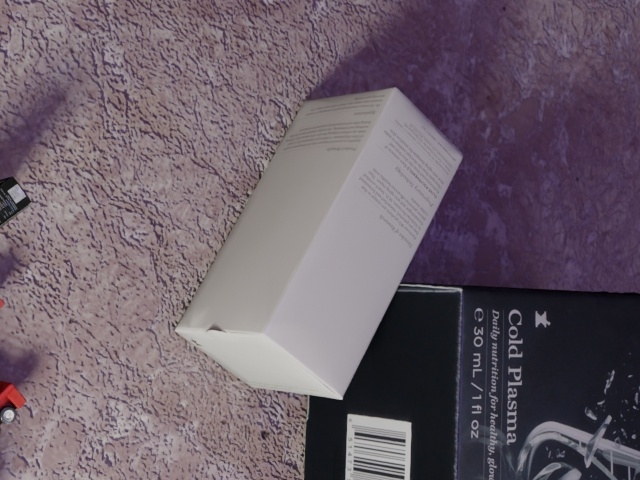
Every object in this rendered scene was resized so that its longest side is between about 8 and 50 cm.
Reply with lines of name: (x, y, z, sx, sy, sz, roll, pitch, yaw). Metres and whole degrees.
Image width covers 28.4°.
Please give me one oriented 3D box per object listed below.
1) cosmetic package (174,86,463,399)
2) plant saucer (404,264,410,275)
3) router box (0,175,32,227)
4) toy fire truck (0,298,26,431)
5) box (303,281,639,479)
cosmetic package: (0.000, 0.000, 1.582, 0.155, 0.197, 0.365, 41, 67, -32)
plant saucer: (0.090, 0.010, 1.763, 0.119, 0.021, 0.119, 2, 87, -38)
router box: (-0.371, -0.022, 1.332, 0.092, 0.122, 0.038, -44, 110, -32)
toy fire truck: (-0.392, 0.158, 1.358, 0.192, 0.047, 0.135, -48, 116, -28)
box: (0.246, 0.302, 1.713, 0.471, 0.297, 0.480, 4, 87, -40)
